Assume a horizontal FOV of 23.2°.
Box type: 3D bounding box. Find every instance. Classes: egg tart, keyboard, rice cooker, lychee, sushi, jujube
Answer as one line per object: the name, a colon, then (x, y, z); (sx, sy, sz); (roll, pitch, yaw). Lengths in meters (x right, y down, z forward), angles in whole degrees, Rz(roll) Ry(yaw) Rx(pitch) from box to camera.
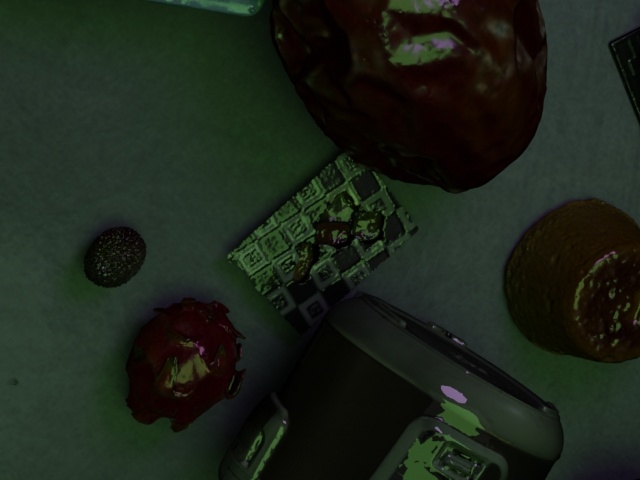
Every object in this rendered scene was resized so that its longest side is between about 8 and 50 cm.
egg tart: (0.341, 0.062, 1.885); (0.203, 0.147, 0.202); (-4, 105, -16)
keyboard: (0.402, -0.185, 1.915); (0.053, 0.010, 0.155); (-27, 108, -7)
rice cooker: (0.076, 0.261, 1.769); (0.335, 0.335, 0.325); (30, 94, -20)
lychee: (-0.232, 0.017, 1.760); (0.068, 0.083, 0.067); (10, 138, 15)
sushi: (0.000, 0.000, 1.839); (0.201, 0.031, 0.139); (-41, 109, -6)
jujube: (0.100, -0.210, 1.650); (0.276, 0.276, 0.377); (-41, 149, -3)

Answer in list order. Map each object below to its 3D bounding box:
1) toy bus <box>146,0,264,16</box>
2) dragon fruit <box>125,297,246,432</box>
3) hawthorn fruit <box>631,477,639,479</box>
toy bus: (-0.213, -0.332, 1.617); (0.312, 0.190, 0.152); (7, 100, -17)
dragon fruit: (-0.160, 0.146, 1.778); (0.136, 0.133, 0.166); (40, 101, -11)
hawthorn fruit: (0.451, 0.449, 1.931); (0.325, 0.308, 0.308); (-1, 104, -35)
